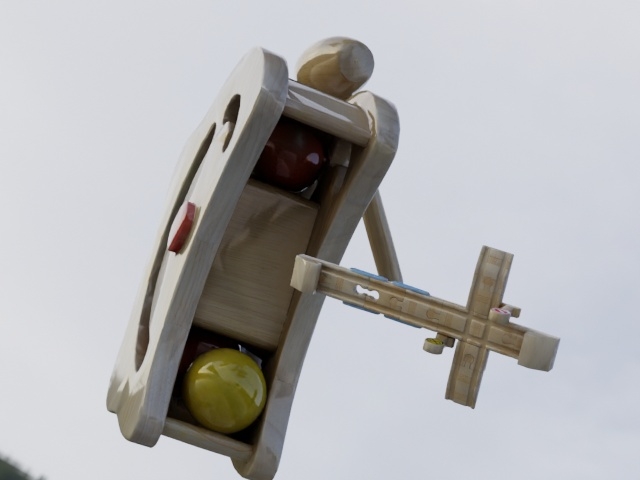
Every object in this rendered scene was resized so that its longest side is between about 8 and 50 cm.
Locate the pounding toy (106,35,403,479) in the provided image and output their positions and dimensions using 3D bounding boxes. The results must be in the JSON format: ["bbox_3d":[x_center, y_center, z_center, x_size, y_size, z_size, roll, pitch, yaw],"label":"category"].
[{"bbox_3d":[0.000,0.000,0.850,0.155,0.270,0.154,21,-18,-17],"label":"pounding toy"}]

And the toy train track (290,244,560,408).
[{"bbox_3d":[0.028,0.021,0.465,0.083,0.014,0.048,18,-76,22],"label":"toy train track"}]
